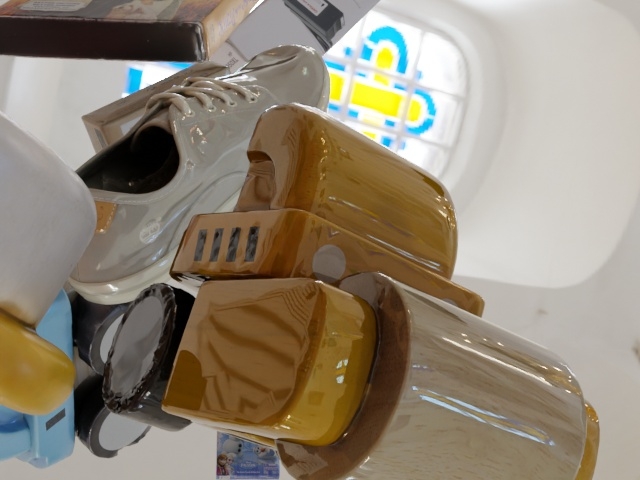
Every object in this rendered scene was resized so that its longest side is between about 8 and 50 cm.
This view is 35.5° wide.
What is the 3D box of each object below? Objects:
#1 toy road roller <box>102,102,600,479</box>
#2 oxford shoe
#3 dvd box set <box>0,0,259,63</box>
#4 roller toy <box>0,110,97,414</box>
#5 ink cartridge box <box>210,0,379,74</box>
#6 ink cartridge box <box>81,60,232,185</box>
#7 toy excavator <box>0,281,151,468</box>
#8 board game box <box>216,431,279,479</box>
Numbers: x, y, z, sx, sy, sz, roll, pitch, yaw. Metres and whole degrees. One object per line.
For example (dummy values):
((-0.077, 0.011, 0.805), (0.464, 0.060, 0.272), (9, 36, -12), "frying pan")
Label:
((0.020, 0.034, 0.643), (0.329, 0.202, 0.240), (-1, -112, 58), "toy road roller")
((-0.123, -0.113, 1.068), (0.169, 0.449, 0.130), (5, -52, 32), "oxford shoe")
((-0.249, -0.362, 1.460), (0.307, 0.420, 0.062), (5, -59, 12), "dvd box set")
((-0.214, -0.004, 0.456), (0.191, 0.209, 0.146), (14, -110, 54), "roller toy")
((-0.075, -0.425, 2.089), (0.395, 0.166, 0.285), (-47, -170, -27), "ink cartridge box")
((-0.232, -0.153, 1.590), (0.088, 0.234, 0.193), (26, -40, 51), "ink cartridge box")
((-0.408, 0.110, 1.066), (0.222, 0.445, 0.433), (35, -46, 32), "toy excavator")
((-0.104, 0.296, 1.430), (0.020, 0.090, 0.090), (102, -12, -56), "board game box")
